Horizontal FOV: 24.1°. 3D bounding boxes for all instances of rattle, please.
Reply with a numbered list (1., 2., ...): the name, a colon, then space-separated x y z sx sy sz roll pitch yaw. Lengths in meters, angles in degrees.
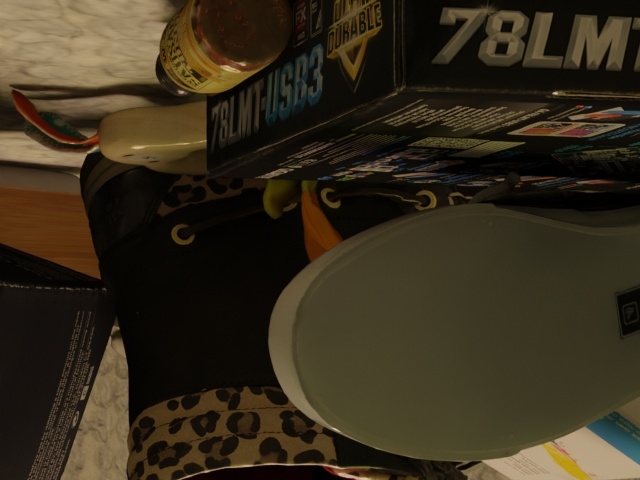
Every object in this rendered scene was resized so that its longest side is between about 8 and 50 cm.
1. rattle: -0.083 -0.022 0.908 0.200 0.142 0.130 -4 -171 -24

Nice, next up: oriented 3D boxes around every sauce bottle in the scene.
1. sauce bottle: -0.046 -0.082 0.637 0.042 0.042 0.128 0 175 -16

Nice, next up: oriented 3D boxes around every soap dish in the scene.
1. soap dish: -0.347 0.029 1.301 0.229 0.118 0.291 -35 155 34

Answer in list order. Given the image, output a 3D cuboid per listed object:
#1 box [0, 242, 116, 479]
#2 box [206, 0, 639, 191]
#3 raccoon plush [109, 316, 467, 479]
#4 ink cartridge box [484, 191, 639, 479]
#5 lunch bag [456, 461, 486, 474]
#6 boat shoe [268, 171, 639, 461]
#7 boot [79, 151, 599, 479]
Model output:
1. box: -0.345 0.054 0.949 0.343 0.178 0.312 19 179 8
2. box: 0.121 -0.068 0.662 0.293 0.073 0.295 0 177 -16
3. raccoon plush: 0.042 0.131 1.171 0.447 0.299 0.216 18 145 -10
4. ink cartridge box: 0.201 0.084 1.225 0.168 0.171 0.233 36 153 -19
5. lunch bag: 0.193 0.103 1.574 0.305 0.256 0.212 -13 174 -18
6. boat shoe: 0.099 0.022 0.697 0.306 0.113 0.105 -16 -169 -30
7. boot: 0.031 0.059 1.001 0.378 0.284 0.138 5 139 -17
